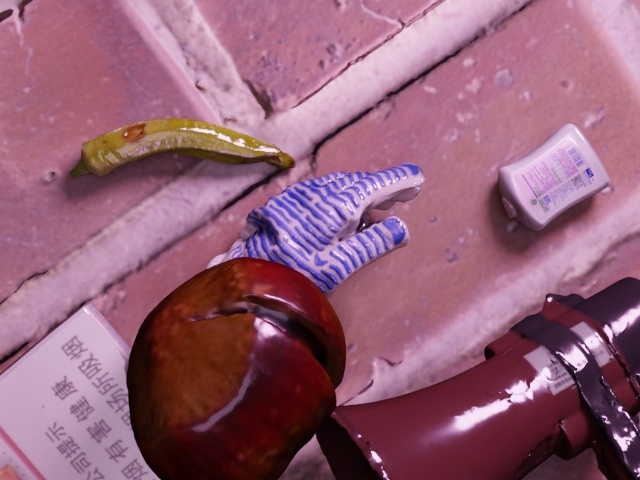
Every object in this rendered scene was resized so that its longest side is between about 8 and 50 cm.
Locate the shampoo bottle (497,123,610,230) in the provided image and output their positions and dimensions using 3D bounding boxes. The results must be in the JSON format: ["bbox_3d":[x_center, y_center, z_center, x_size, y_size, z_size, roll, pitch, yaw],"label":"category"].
[{"bbox_3d":[0.215,-0.056,1.230,0.099,0.043,0.072,-34,95,-5],"label":"shampoo bottle"}]

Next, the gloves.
[{"bbox_3d":[-0.004,-0.001,1.172,0.229,0.097,0.119,-33,58,-3],"label":"gloves"}]

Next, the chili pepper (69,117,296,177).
[{"bbox_3d":[-0.126,-0.087,1.187,0.208,0.043,0.049,-4,79,-8],"label":"chili pepper"}]

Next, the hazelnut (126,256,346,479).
[{"bbox_3d":[-0.072,0.118,1.072,0.178,0.178,0.204,20,54,-7],"label":"hazelnut"}]

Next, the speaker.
[{"bbox_3d":[0.190,0.176,1.138,0.329,0.259,0.198,-26,124,-9],"label":"speaker"}]

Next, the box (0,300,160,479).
[{"bbox_3d":[-0.267,0.239,1.152,0.330,0.095,0.210,-40,95,-3],"label":"box"}]
